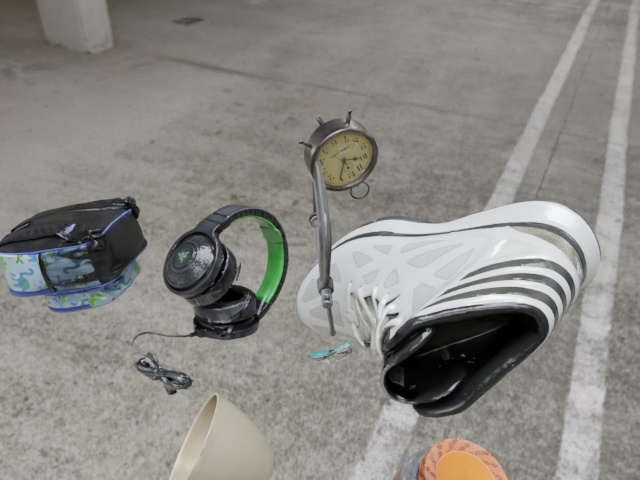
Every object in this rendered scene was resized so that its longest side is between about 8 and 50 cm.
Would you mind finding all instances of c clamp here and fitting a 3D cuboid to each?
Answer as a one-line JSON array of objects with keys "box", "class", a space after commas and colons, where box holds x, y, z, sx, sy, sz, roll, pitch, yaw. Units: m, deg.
[{"box": [0.000, 0.000, 0.653, 0.022, 0.137, 0.161, -4, 50, -1], "class": "c clamp"}]

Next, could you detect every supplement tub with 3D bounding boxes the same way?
[{"box": [0.202, 0.501, 1.081, 0.193, 0.316, 0.194, 11, 41, -10], "class": "supplement tub"}]

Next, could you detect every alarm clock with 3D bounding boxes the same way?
[{"box": [0.043, -0.145, 1.108, 0.129, 0.192, 0.064, -31, 40, 2], "class": "alarm clock"}]

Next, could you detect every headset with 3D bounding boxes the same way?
[{"box": [-0.183, 0.105, 1.125, 0.185, 0.243, 0.394, 15, 50, 39], "class": "headset"}]

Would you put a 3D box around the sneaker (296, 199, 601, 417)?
[{"box": [0.083, 0.084, 0.740, 0.447, 0.169, 0.257, -17, 13, 43], "class": "sneaker"}]

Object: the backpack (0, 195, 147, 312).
[{"box": [-0.228, 0.016, 0.555, 0.114, 0.084, 0.105, -6, 23, 7], "class": "backpack"}]

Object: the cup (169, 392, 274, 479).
[{"box": [-0.278, 0.656, 1.791, 0.237, 0.331, 0.331, 28, 35, -12], "class": "cup"}]

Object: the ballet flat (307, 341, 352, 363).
[{"box": [0.026, 0.283, 1.487, 0.114, 0.041, 0.041, -17, 38, -4], "class": "ballet flat"}]
